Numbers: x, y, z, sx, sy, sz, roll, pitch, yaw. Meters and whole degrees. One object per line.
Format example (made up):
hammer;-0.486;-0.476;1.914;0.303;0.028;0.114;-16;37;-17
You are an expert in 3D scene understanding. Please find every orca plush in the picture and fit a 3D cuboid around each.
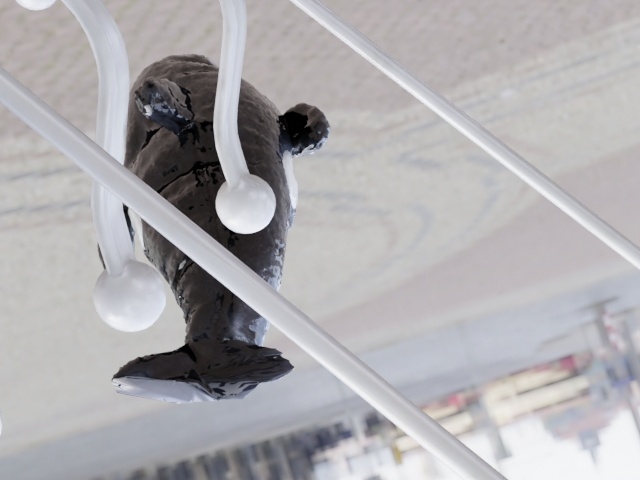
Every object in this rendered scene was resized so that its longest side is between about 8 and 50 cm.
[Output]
orca plush;-0.085;-0.033;0.885;0.151;0.102;0.287;-20;-144;24

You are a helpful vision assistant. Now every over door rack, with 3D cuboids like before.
over door rack;0.000;0.000;0.459;0.108;0.324;0.239;-65;173;21
